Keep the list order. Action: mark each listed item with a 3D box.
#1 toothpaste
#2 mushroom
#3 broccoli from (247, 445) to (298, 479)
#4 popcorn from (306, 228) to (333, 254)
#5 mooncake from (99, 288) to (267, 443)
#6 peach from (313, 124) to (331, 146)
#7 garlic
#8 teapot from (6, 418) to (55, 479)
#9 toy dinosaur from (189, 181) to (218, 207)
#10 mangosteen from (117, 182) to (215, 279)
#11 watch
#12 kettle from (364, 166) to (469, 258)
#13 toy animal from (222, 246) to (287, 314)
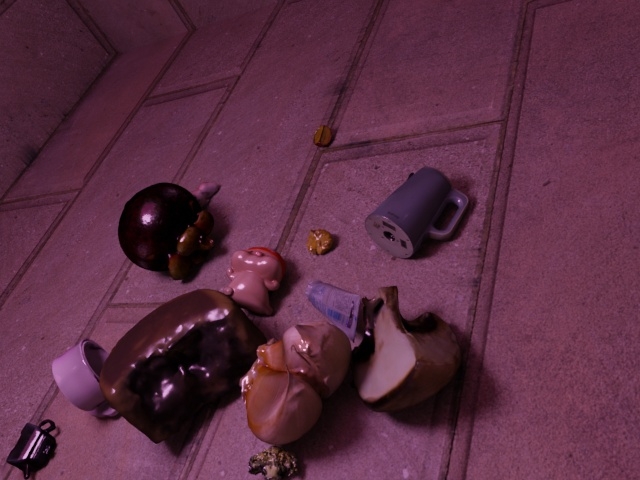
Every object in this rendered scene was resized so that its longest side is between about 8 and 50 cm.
[{"bbox_3d":[0.038,0.165,1.560,0.299,0.073,0.114,-156,75,-67],"label":"toothpaste"},{"bbox_3d":[0.186,0.272,1.396,0.218,0.211,0.292,-66,34,25],"label":"mushroom"},{"bbox_3d":[-0.110,0.514,1.379,0.095,0.097,0.092,-53,11,21],"label":"broccoli"},{"bbox_3d":[0.000,0.000,1.839,0.084,0.084,0.084,-19,42,18],"label":"popcorn"},{"bbox_3d":[-0.347,0.321,1.602,0.393,0.246,0.393,-13,36,23],"label":"mooncake"},{"bbox_3d":[0.011,-0.374,2.197,0.077,0.050,0.083,-49,26,19],"label":"peach"},{"bbox_3d":[-0.059,0.318,1.422,0.286,0.250,0.313,-32,5,-37],"label":"garlic"},{"bbox_3d":[-0.831,0.610,1.776,0.096,0.087,0.177,-2,50,23],"label":"teapot"},{"bbox_3d":[-0.485,-0.163,2.264,0.194,0.152,0.177,-22,33,5],"label":"toy dinosaur"},{"bbox_3d":[-0.506,-0.029,2.041,0.346,0.307,0.307,29,66,14],"label":"mangosteen"},{"bbox_3d":[-0.664,0.379,1.785,0.210,0.218,0.248,-34,40,0],"label":"watch"},{"bbox_3d":[0.278,-0.077,1.667,0.210,0.160,0.243,30,63,28],"label":"kettle"},{"bbox_3d":[-0.188,0.109,1.782,0.171,0.171,0.198,-4,52,31],"label":"toy animal"}]
